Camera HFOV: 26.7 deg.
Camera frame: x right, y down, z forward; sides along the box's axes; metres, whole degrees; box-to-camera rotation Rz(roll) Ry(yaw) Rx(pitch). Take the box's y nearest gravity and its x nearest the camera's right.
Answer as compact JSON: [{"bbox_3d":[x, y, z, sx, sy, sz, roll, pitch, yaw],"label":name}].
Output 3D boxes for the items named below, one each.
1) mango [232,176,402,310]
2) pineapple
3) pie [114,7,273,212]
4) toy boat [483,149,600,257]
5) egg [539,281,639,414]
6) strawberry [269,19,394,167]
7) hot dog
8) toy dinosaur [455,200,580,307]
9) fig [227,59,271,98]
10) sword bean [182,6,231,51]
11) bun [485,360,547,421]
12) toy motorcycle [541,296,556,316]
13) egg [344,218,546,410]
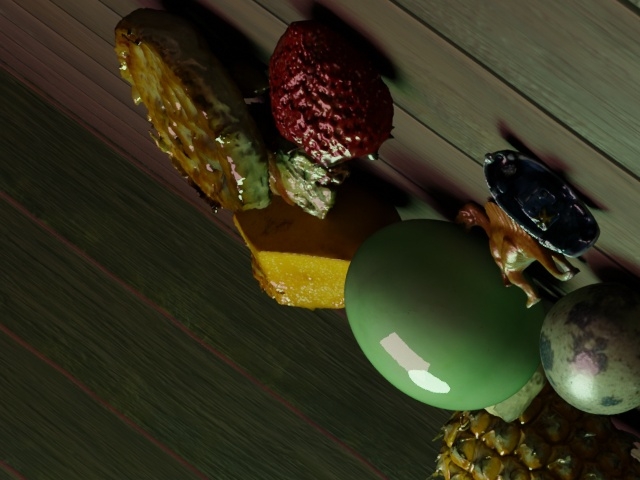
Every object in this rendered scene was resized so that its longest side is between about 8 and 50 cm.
[{"bbox_3d":[0.000,0.000,1.908,0.201,0.199,0.350,13,175,-32],"label":"mango"},{"bbox_3d":[0.352,0.389,2.188,0.352,0.352,0.300,46,-170,-52],"label":"pineapple"},{"bbox_3d":[-0.156,-0.159,1.726,0.315,0.092,0.315,52,164,21],"label":"pie"},{"bbox_3d":[0.206,-0.038,1.277,0.137,0.060,0.061,44,-169,-8],"label":"toy boat"},{"bbox_3d":[0.310,0.114,1.474,0.141,0.141,0.182,34,164,22],"label":"egg"},{"bbox_3d":[0.007,-0.149,1.344,0.131,0.131,0.148,22,123,64],"label":"strawberry"},{"bbox_3d":[-0.041,-0.116,1.820,0.213,0.103,0.146,28,146,38],"label":"hot dog"},{"bbox_3d":[0.225,-0.003,1.522,0.142,0.057,0.212,55,163,6],"label":"toy dinosaur"},{"bbox_3d":[-0.081,-0.201,1.685,0.083,0.050,0.050,6,153,42],"label":"fig"},{"bbox_3d":[-0.141,-0.264,1.676,0.083,0.012,0.012,40,172,-34],"label":"sword bean"},{"bbox_3d":[0.225,0.139,1.966,0.259,0.152,0.259,41,173,6],"label":"bun"},{"bbox_3d":[0.325,0.131,1.767,0.228,0.074,0.151,31,163,40],"label":"toy motorcycle"},{"bbox_3d":[0.154,0.090,1.684,0.269,0.220,0.220,36,173,-4],"label":"egg"}]
